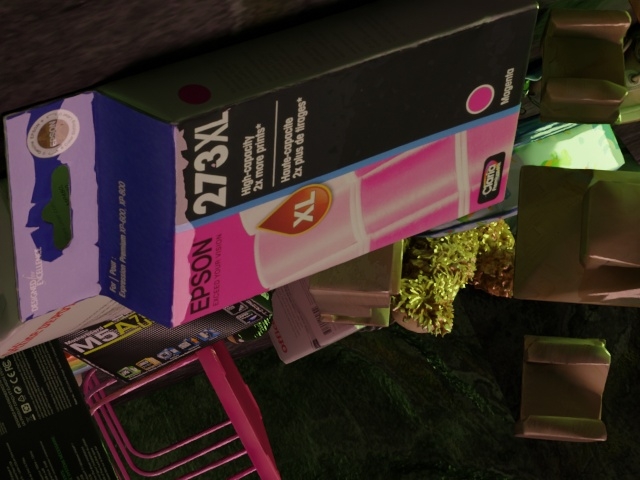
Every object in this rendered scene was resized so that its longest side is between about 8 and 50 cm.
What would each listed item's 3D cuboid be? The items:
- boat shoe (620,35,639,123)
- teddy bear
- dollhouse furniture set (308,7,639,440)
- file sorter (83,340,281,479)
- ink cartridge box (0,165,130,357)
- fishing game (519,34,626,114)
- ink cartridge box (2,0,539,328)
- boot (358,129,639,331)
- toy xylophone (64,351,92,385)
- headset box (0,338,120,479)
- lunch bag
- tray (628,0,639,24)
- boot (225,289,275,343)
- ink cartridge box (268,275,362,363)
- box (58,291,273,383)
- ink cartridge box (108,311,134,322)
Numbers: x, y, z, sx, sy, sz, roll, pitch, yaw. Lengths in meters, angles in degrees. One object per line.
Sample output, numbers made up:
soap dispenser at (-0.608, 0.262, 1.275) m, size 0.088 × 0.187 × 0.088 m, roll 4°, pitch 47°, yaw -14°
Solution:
boat shoe at (0.369, -0.203, 1.650) m, size 0.285 × 0.089 × 0.104 m, roll -26°, pitch -160°, yaw 44°
teddy bear at (0.119, -0.004, 1.811) m, size 0.338 × 0.245 × 0.113 m, roll -21°, pitch 129°, yaw -44°
dollhouse furniture set at (0.196, -0.003, 1.464) m, size 0.394 × 0.362 × 0.256 m, roll 4°, pitch 173°, yaw 2°
file sorter at (-0.185, 0.213, 2.032) m, size 0.182 × 0.202 × 0.290 m, roll -26°, pitch -166°, yaw -2°
ink cartridge box at (-0.152, -0.004, 1.226) m, size 0.237 × 0.100 × 0.172 m, roll -20°, pitch 172°, yaw -35°
fishing game at (0.181, -0.136, 1.650) m, size 0.264 × 0.041 × 0.189 m, roll -29°, pitch 175°, yaw 38°
ink cartridge box at (-0.026, -0.054, 1.087) m, size 0.371 × 0.069 × 0.175 m, roll -19°, pitch 137°, yaw -25°
boot at (0.238, -0.019, 2.467) m, size 0.367 × 0.146 × 0.445 m, roll -27°, pitch 178°, yaw 40°
toy xylophone at (-0.232, 0.094, 1.853) m, size 0.236 × 0.081 × 0.323 m, roll -20°, pitch 173°, yaw -36°
headset box at (-0.309, 0.160, 1.369) m, size 0.131 × 0.246 × 0.283 m, roll -21°, pitch 174°, yaw -32°
lunch bag at (0.193, -0.074, 1.691) m, size 0.176 × 0.090 × 0.219 m, roll -20°, pitch -178°, yaw -35°
tray at (0.406, -0.276, 1.146) m, size 0.411 × 0.076 × 0.203 m, roll -24°, pitch 174°, yaw 9°
boot at (-0.128, 0.080, 1.925) m, size 0.137 × 0.076 × 0.198 m, roll -21°, pitch -162°, yaw 18°
ink cartridge box at (-0.003, 0.075, 2.267) m, size 0.082 × 0.139 × 0.191 m, roll -22°, pitch 174°, yaw -36°
box at (-0.173, 0.060, 1.597) m, size 0.191 × 0.045 × 0.184 m, roll -25°, pitch 147°, yaw 19°
ink cartridge box at (-0.202, 0.034, 1.482) m, size 0.063 × 0.029 × 0.115 m, roll -28°, pitch 146°, yaw 22°
